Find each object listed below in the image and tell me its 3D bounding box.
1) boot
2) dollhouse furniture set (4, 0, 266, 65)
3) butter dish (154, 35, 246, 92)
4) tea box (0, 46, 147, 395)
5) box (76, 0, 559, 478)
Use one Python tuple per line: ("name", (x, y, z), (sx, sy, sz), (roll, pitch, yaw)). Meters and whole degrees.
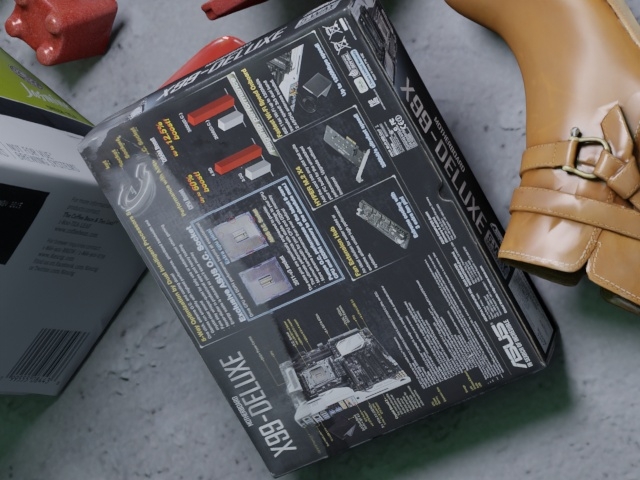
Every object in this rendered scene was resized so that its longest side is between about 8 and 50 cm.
("boot", (0.177, -0.082, 1.393), (0.283, 0.109, 0.220), (25, 85, 12))
("dollhouse furniture set", (-0.129, -0.264, 1.550), (0.374, 0.152, 0.201), (-19, 96, 47))
("butter dish", (-0.065, -0.087, 1.518), (0.160, 0.118, 0.160), (42, 116, -18))
("tea box", (-0.350, -0.054, 1.527), (0.323, 0.329, 0.220), (41, 102, 25))
("box", (0.000, 0.000, 1.418), (0.242, 0.076, 0.307), (-25, 103, 22))
